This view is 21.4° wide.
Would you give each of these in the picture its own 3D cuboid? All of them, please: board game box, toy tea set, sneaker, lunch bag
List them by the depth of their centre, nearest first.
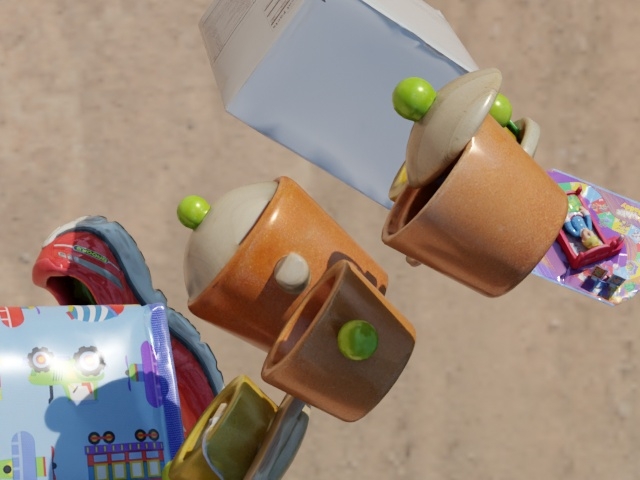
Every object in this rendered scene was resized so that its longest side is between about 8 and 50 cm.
[{"bbox_3d":[0.000,0.000,0.868,0.124,0.336,0.200,36,45,-9],"label":"toy tea set"},{"bbox_3d":[-0.194,0.197,1.048,0.221,0.138,0.293,-1,59,-23],"label":"lunch bag"},{"bbox_3d":[-0.206,0.111,1.755,0.279,0.107,0.118,55,45,-11],"label":"sneaker"},{"bbox_3d":[0.276,-0.013,1.769,0.033,0.168,0.133,110,3,-61],"label":"board game box"}]

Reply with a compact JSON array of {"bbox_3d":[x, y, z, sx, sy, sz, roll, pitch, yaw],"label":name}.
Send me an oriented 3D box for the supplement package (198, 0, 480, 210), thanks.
[{"bbox_3d":[0.016,-0.167,1.534,0.194,0.203,0.149,31,108,-23],"label":"supplement package"}]
